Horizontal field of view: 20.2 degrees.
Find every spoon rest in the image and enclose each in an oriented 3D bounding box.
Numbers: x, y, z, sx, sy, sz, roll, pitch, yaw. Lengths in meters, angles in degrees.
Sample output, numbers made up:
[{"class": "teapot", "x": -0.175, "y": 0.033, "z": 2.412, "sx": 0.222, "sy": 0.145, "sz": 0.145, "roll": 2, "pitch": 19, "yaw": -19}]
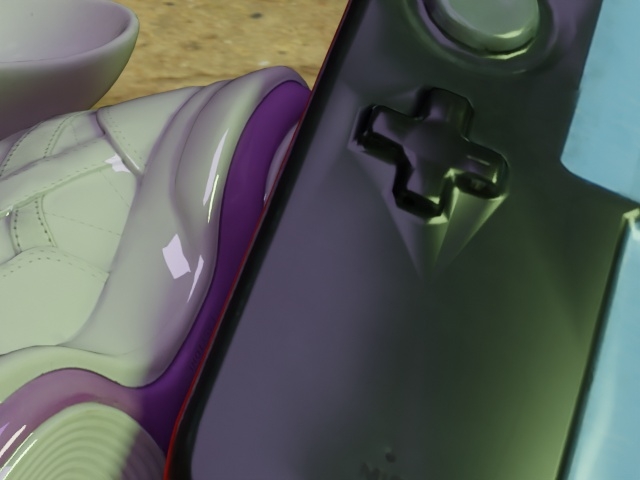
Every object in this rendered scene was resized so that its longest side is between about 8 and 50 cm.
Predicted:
[{"class": "spoon rest", "x": -0.182, "y": -0.059, "z": 0.762, "sx": 0.137, "sy": 0.084, "sz": 0.276, "roll": 8, "pitch": 31, "yaw": 27}]

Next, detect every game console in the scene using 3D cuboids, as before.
[{"class": "game console", "x": 0.174, "y": 0.027, "z": 0.587, "sx": 0.386, "sy": 0.060, "sz": 0.342, "roll": 23, "pitch": 51, "yaw": -4}]

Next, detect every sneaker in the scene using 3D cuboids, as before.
[{"class": "sneaker", "x": -0.101, "y": 0.051, "z": 0.561, "sx": 0.152, "sy": 0.114, "sz": 0.305, "roll": -1, "pitch": 31, "yaw": 28}]
